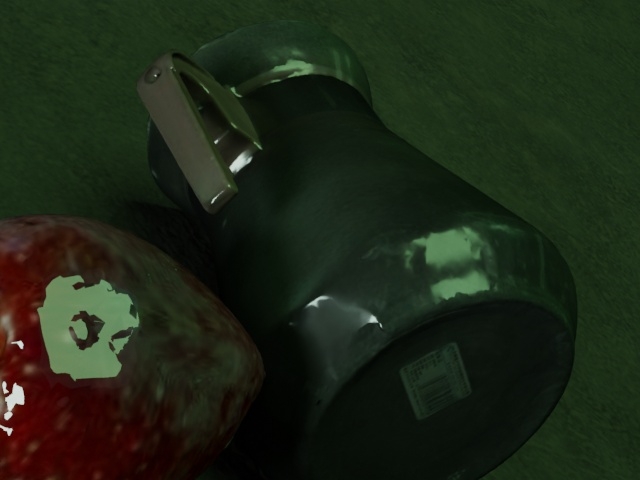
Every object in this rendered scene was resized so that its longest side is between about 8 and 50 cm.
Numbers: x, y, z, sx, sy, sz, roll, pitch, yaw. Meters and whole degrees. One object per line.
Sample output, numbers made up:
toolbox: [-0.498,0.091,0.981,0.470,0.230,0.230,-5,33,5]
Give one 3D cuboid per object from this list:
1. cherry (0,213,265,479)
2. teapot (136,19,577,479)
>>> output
cherry: [-0.140,0.083,0.871,0.249,0.175,0.192,-1,52,-34]
teapot: [0.000,0.000,1.082,0.300,0.253,0.344,37,14,-45]
